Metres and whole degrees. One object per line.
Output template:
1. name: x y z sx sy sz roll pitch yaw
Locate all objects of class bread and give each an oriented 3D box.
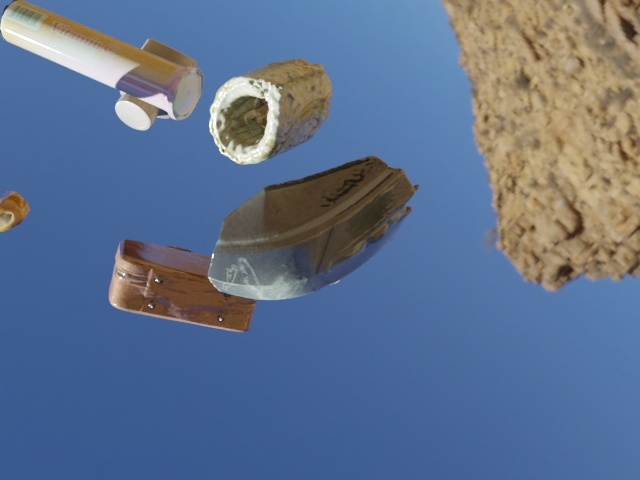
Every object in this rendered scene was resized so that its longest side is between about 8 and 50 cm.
1. bread: -0.537 -0.057 1.507 0.103 0.062 0.049 -96 -19 -65

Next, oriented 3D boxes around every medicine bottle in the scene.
1. medicine bottle: -0.373 -0.342 1.930 0.132 0.088 0.189 28 -122 -3
2. medicine bottle: -0.436 -0.366 1.713 0.426 0.108 0.108 25 -156 16

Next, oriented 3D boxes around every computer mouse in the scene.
1. computer mouse: 0.001 0.000 0.838 0.231 0.126 0.071 -19 -127 -18

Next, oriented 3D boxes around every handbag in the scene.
1. handbag: -0.186 0.058 1.174 0.193 0.072 0.151 12 -170 -17

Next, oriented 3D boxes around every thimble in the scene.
1. thimble: -0.075 -0.210 1.363 0.143 0.190 0.137 -29 -95 -42
